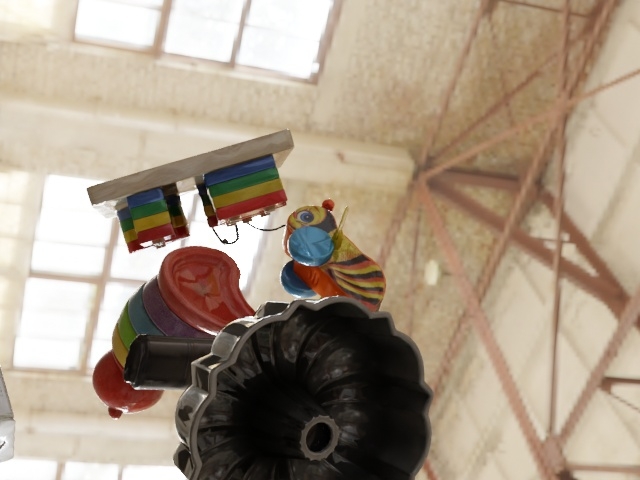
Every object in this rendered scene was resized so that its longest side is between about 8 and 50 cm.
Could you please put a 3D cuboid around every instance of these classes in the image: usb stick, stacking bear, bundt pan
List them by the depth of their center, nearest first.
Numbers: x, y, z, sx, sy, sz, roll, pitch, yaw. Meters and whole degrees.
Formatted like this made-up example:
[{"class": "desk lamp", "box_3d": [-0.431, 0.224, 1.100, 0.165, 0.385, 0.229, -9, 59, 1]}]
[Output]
[{"class": "bundt pan", "box_3d": [-0.033, 0.216, 1.395, 0.124, 0.330, 0.331, 15, -82, 56]}, {"class": "usb stick", "box_3d": [-0.148, 0.173, 1.657, 0.045, 0.278, 0.077, 20, -81, 49]}, {"class": "stacking bear", "box_3d": [-0.252, 0.160, 1.850, 0.289, 0.164, 0.175, -48, -133, 29]}]

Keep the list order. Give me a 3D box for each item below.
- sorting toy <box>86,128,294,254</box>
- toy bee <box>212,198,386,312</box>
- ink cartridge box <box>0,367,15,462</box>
[{"class": "sorting toy", "box_3d": [-0.159, -0.053, 1.552, 0.255, 0.257, 0.089, 157, -84, -83]}, {"class": "toy bee", "box_3d": [0.000, 0.000, 1.846, 0.298, 0.162, 0.195, 48, -39, 2]}, {"class": "ink cartridge box", "box_3d": [-0.471, 0.173, 1.550, 0.160, 0.092, 0.219, 113, -40, -56]}]
